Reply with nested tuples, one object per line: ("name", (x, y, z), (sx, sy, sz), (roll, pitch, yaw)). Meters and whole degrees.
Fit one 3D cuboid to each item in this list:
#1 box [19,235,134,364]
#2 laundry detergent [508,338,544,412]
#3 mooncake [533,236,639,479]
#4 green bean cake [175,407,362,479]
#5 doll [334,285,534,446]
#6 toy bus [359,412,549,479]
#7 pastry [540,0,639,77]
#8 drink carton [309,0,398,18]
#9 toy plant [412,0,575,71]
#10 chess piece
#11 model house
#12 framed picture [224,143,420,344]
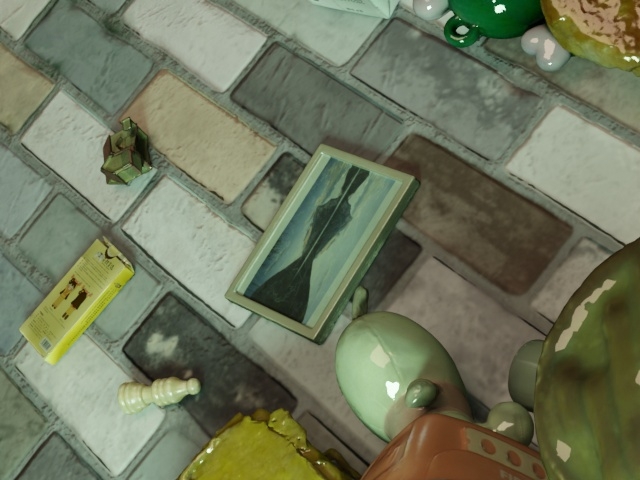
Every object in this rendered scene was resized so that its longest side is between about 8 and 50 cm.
("box", (-0.279, 0.068, 1.950), (0.149, 0.020, 0.073), (-49, 45, 0))
("laundry detergent", (0.337, 0.136, 1.389), (0.398, 0.125, 0.264), (13, 73, 43))
("mooncake", (0.298, 0.120, 1.236), (0.284, 0.155, 0.284), (-20, 55, 32))
("green bean cake", (-0.043, 0.293, 1.557), (0.224, 0.131, 0.230), (-49, 43, -4))
("doll", (0.084, 0.148, 1.545), (0.113, 0.155, 0.275), (-35, 46, -15))
("toy bus", (0.142, 0.263, 1.356), (0.194, 0.288, 0.232), (-53, 16, 31))
("pastry", (0.318, -0.253, 1.628), (0.219, 0.100, 0.229), (21, 72, 16))
("drink carton", (0.082, -0.412, 1.942), (0.131, 0.106, 0.315), (17, 75, 43))
("toy plant", (0.212, -0.290, 1.758), (0.233, 0.112, 0.243), (13, 69, 23))
("chess piece", (-0.168, 0.161, 1.801), (0.092, 0.035, 0.035), (-12, 56, 26))
("model house", (-0.236, -0.095, 2.000), (0.058, 0.057, 0.083), (-23, 52, 17))
("framed picture", (0.000, 0.000, 1.793), (0.150, 0.015, 0.203), (24, 78, 43))
